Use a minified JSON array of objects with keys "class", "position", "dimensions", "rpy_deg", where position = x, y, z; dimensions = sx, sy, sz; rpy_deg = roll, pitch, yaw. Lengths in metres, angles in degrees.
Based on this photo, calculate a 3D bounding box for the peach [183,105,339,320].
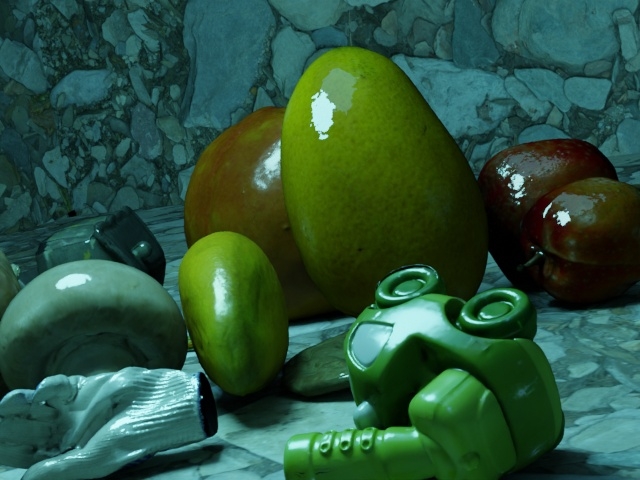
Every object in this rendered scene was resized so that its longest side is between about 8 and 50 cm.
[{"class":"peach","position":[-0.039,-0.048,1.814],"dimensions":[0.343,0.301,0.343],"rpy_deg":[-10,9,2]}]

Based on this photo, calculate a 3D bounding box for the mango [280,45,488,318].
[{"class":"mango","position":[0.073,-0.068,1.563],"dimensions":[0.264,0.378,0.221],"rpy_deg":[-7,-14,-45]}]

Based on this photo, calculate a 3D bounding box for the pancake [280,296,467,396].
[{"class":"pancake","position":[0.065,0.124,1.369],"dimensions":[0.242,0.050,0.242],"rpy_deg":[-21,4,1]}]

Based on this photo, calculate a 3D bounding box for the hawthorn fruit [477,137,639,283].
[{"class":"hawthorn fruit","position":[0.331,-0.043,1.721],"dimensions":[0.250,0.215,0.215],"rpy_deg":[-7,7,-1]}]

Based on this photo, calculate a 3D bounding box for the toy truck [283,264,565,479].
[{"class":"toy truck","position":[0.089,0.131,0.974],"dimensions":[0.187,0.148,0.210],"rpy_deg":[0,31,33]}]

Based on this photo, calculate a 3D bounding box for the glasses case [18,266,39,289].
[{"class":"glasses case","position":[-0.518,0.081,2.340],"dimensions":[0.042,0.072,0.190],"rpy_deg":[-35,0,18]}]

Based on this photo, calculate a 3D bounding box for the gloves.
[{"class":"gloves","position":[-0.209,0.175,1.163],"dimensions":[0.229,0.097,0.119],"rpy_deg":[-3,51,-11]}]

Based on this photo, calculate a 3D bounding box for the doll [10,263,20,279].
[{"class":"doll","position":[-0.650,0.097,2.187],"dimensions":[0.278,0.149,0.175],"rpy_deg":[-21,28,54]}]

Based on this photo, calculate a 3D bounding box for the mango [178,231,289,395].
[{"class":"mango","position":[-0.096,0.084,1.370],"dimensions":[0.119,0.176,0.317],"rpy_deg":[-10,14,-2]}]

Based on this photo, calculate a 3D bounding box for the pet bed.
[{"class":"pet bed","position":[-0.318,0.049,1.892],"dimensions":[0.159,0.183,0.211],"rpy_deg":[-10,8,9]}]

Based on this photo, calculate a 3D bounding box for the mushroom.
[{"class":"mushroom","position":[-0.235,0.128,1.305],"dimensions":[0.204,0.204,0.204],"rpy_deg":[-9,7,1]}]

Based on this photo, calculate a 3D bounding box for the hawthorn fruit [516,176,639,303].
[{"class":"hawthorn fruit","position":[0.315,0.005,1.535],"dimensions":[0.194,0.157,0.157],"rpy_deg":[-17,10,-25]}]

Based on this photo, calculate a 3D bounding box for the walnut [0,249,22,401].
[{"class":"walnut","position":[-0.450,0.109,1.377],"dimensions":[0.273,0.273,0.227],"rpy_deg":[-4,-19,37]}]

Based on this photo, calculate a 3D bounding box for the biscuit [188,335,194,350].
[{"class":"biscuit","position":[-0.165,0.137,1.667],"dimensions":[0.089,0.016,0.046],"rpy_deg":[-7,8,21]}]
